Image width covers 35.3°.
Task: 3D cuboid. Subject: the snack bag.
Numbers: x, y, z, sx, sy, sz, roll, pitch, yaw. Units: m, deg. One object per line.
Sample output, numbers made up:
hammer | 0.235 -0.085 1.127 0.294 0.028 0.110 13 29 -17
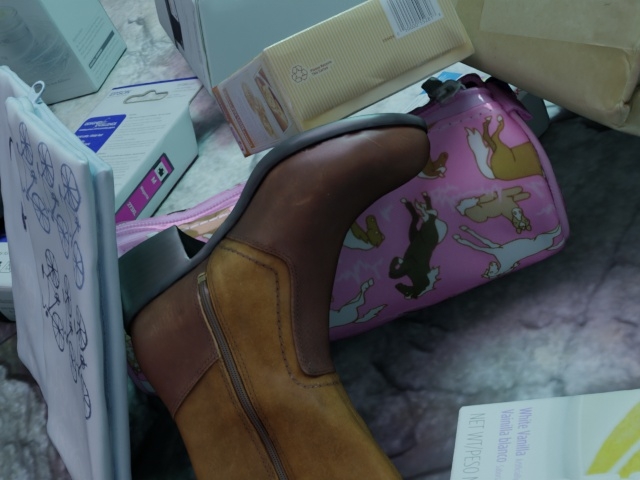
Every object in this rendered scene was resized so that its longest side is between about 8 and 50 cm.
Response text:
snack bag | -0.224 0.033 0.825 0.037 0.323 0.342 -11 27 -25

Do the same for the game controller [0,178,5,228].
game controller | -0.457 -0.014 1.192 0.319 0.067 0.166 -31 42 12

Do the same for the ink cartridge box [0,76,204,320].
ink cartridge box | -0.269 -0.057 1.179 0.176 0.069 0.371 0 45 35

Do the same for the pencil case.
pencil case | 0.000 0.000 0.821 0.386 0.167 0.160 -23 -7 10

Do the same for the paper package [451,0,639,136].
paper package | 0.249 -0.185 0.782 0.309 0.168 0.325 7 19 -32

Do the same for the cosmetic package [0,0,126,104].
cosmetic package | -0.457 -0.325 1.509 0.224 0.225 0.138 -10 38 25

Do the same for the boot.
boot | 0.006 0.083 0.657 0.264 0.096 0.280 -29 69 8

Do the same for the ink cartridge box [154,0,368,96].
ink cartridge box | -0.080 -0.310 1.274 0.223 0.129 0.307 -15 32 -14

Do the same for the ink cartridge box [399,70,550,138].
ink cartridge box | 0.148 -0.117 0.986 0.122 0.052 0.088 19 55 45

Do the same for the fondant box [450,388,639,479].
fondant box | 0.226 0.186 0.506 0.330 0.096 0.238 -9 38 23

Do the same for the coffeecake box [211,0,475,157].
coffeecake box | 0.009 -0.129 0.770 0.142 0.068 0.185 -28 8 -15
